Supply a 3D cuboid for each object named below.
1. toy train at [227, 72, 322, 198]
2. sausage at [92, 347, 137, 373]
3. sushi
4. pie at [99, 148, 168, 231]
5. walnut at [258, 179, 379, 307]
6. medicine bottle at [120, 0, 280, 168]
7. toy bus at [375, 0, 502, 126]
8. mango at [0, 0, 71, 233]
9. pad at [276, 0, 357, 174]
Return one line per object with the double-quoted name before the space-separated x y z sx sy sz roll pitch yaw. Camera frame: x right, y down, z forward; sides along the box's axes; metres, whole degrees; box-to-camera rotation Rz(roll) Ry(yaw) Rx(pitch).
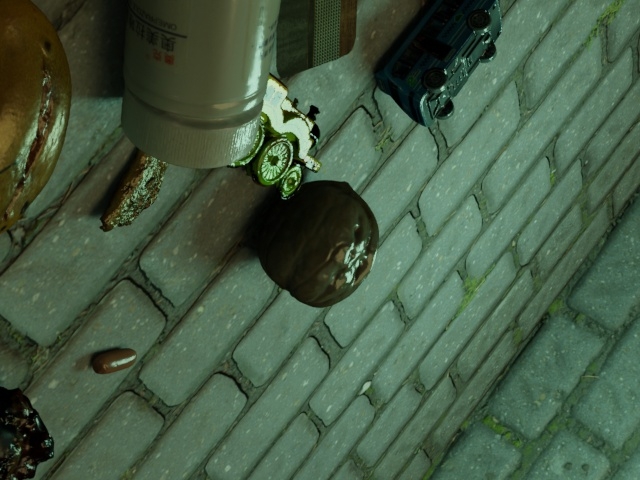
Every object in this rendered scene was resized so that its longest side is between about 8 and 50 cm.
"toy train" -0.084 -0.169 1.759 0.160 0.100 0.296 -59 154 0
"sausage" -0.327 0.192 1.820 0.083 0.034 0.034 -10 128 -56
"sushi" -0.456 0.281 1.574 0.150 0.153 0.172 17 85 -42
"pie" -0.261 -0.081 1.637 0.170 0.034 0.092 -60 152 -6
"walnut" 0.000 0.000 1.979 0.224 0.224 0.224 -40 149 -30
"medicine bottle" -0.150 -0.273 1.437 0.190 0.190 0.332 -29 142 -42
"toy bus" 0.217 -0.333 2.044 0.246 0.134 0.113 -52 155 -11
"mango" -0.366 -0.133 1.306 0.177 0.120 0.295 -3 122 -60
"pad" 0.019 -0.268 1.749 0.250 0.055 0.323 -34 113 -54
